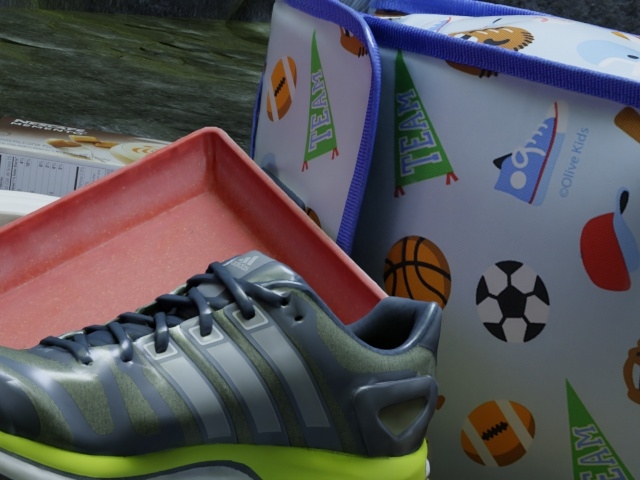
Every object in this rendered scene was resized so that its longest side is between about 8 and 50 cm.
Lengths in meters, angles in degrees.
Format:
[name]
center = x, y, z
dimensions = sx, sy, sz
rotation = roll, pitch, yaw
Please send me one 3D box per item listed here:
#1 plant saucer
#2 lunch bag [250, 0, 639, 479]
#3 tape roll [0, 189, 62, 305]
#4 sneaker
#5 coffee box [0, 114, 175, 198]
[plant saucer]
center = -0.118, 0.055, 0.917
dimensions = 0.258, 0.047, 0.259
rotation = -28, 37, -14
[lunch bag]
center = 0.102, 0.019, 0.985
dimensions = 0.385, 0.327, 0.239
rotation = 20, 19, 33
[tape roll]
center = -0.231, 0.042, 1.142
dimensions = 0.286, 0.100, 0.286
rotation = 9, 13, -2
[sneaker]
center = -0.066, 0.060, 0.741
dimensions = 0.300, 0.121, 0.111
rotation = 11, 5, -35
[coffee box]
center = -0.204, -0.045, 1.505
dimensions = 0.247, 0.098, 0.141
rotation = 9, 14, -1
